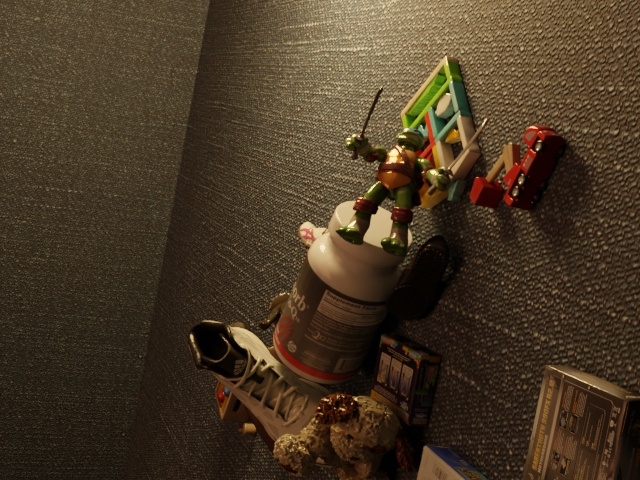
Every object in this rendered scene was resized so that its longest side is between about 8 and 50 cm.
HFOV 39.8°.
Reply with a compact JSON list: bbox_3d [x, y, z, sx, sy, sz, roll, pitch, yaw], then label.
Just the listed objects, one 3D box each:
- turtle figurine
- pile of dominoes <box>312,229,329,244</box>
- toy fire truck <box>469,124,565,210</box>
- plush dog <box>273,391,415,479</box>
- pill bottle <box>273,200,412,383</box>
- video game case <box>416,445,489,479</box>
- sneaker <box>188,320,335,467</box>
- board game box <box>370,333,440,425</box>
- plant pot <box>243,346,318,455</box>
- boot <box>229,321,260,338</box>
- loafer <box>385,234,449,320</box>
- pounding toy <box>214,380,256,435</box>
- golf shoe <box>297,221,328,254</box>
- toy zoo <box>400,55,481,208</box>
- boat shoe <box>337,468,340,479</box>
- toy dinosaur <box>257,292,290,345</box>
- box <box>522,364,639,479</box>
[{"bbox_3d":[0.135,-0.124,1.659,0.275,0.198,0.266,-22,46,68],"label":"turtle figurine"},{"bbox_3d":[0.019,0.061,2.042,0.196,0.040,0.251,-44,-21,-45],"label":"pile of dominoes"},{"bbox_3d":[0.334,-0.121,1.509,0.135,0.047,0.192,-116,41,-54],"label":"toy fire truck"},{"bbox_3d":[0.071,0.381,1.745,0.225,0.262,0.210,-41,25,53],"label":"plush dog"},{"bbox_3d":[0.049,0.111,1.878,0.210,0.210,0.363,-113,39,-51],"label":"pill bottle"},{"bbox_3d":[0.235,0.517,1.496,0.269,0.061,0.244,-150,72,-65],"label":"video game case"},{"bbox_3d":[-0.130,0.329,1.912,0.447,0.257,0.169,36,89,26],"label":"sneaker"},{"bbox_3d":[0.167,0.274,1.755,0.170,0.048,0.141,-158,75,-66],"label":"board game box"},{"bbox_3d":[-0.090,0.398,2.136,0.215,0.215,0.230,-50,50,50],"label":"plant pot"},{"bbox_3d":[-0.293,0.285,2.661,0.246,0.161,0.083,-173,92,-67],"label":"boot"},{"bbox_3d":[0.201,0.074,1.734,0.220,0.080,0.078,-60,-1,43],"label":"loafer"},{"bbox_3d":[-0.250,0.486,2.579,0.206,0.094,0.181,-115,41,-53],"label":"pounding toy"},{"bbox_3d":[0.000,0.000,2.229,0.086,0.067,0.186,-45,33,12],"label":"golf shoe"},{"bbox_3d":[0.240,-0.199,1.772,0.192,0.030,0.293,129,142,-49],"label":"toy zoo"},{"bbox_3d":[0.060,0.511,1.919,0.050,0.045,0.135,165,112,-65],"label":"boat shoe"},{"bbox_3d":[-0.052,0.179,2.193,0.313,0.121,0.160,-23,27,48],"label":"toy dinosaur"},{"bbox_3d":[0.373,0.312,1.256,0.183,0.056,0.231,-162,81,-67],"label":"box"}]
